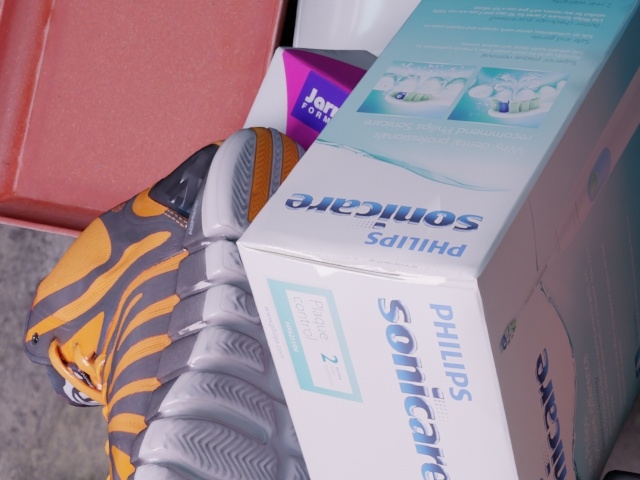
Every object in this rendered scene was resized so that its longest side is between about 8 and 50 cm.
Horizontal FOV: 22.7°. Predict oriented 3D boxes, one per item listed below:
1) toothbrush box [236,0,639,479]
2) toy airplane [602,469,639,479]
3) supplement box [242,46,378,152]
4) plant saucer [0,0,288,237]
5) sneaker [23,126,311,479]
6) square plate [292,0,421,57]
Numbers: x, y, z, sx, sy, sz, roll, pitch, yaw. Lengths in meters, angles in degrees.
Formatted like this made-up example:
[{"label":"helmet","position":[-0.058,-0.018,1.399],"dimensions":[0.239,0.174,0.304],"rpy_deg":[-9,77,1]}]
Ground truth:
[{"label":"toothbrush box","position":[0.099,0.002,0.841],"dimensions":[0.126,0.216,0.295],"rpy_deg":[7,43,27]},{"label":"toy airplane","position":[0.320,0.064,0.718],"dimensions":[0.272,0.384,0.386],"rpy_deg":[28,99,5]},{"label":"supplement box","position":[0.000,0.000,1.003],"dimensions":[0.111,0.114,0.220],"rpy_deg":[33,110,26]},{"label":"plant saucer","position":[-0.129,-0.124,1.137],"dimensions":[0.259,0.047,0.259],"rpy_deg":[10,87,33]},{"label":"sneaker","position":[-0.087,0.100,0.894],"dimensions":[0.180,0.124,0.321],"rpy_deg":[-23,45,40]},{"label":"square plate","position":[0.157,-0.258,1.021],"dimensions":[0.347,0.049,0.344],"rpy_deg":[4,85,27]}]
